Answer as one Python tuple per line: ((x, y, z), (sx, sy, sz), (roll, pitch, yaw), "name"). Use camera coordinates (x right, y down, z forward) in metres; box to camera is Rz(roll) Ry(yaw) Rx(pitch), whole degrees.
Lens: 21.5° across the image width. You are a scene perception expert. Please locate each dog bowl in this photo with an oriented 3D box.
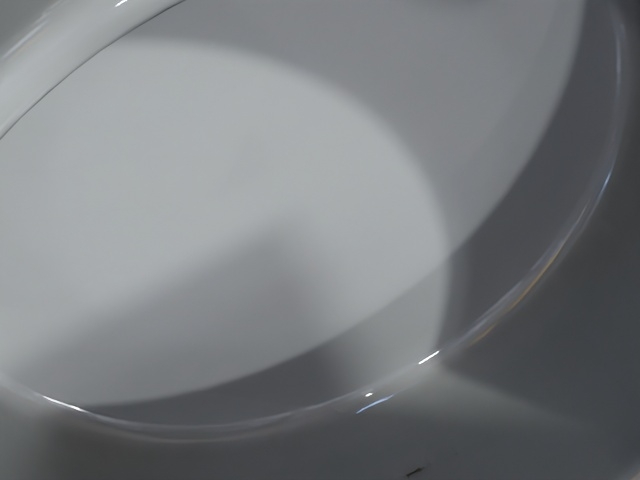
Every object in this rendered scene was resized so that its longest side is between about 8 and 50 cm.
((0.000, 0.000, 0.515), (0.349, 0.349, 0.102), (73, -6, -46), "dog bowl")
